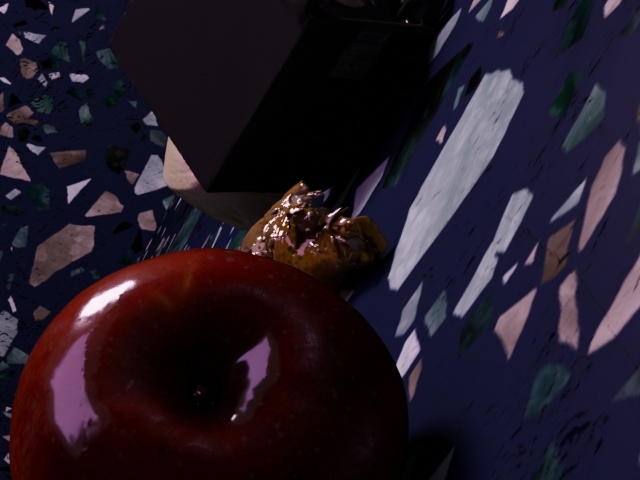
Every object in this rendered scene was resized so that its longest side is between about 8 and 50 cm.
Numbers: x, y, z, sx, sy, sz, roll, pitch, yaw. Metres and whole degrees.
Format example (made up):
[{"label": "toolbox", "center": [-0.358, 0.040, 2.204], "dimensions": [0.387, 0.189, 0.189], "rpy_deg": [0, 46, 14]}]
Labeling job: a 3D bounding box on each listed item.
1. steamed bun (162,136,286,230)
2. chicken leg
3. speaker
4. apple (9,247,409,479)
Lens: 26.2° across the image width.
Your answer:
[{"label": "steamed bun", "center": [-0.065, -0.134, 1.594], "dimensions": [0.153, 0.170, 0.238], "rpy_deg": [-2, 61, 52]}, {"label": "chicken leg", "center": [-0.001, 0.003, 1.145], "dimensions": [0.101, 0.085, 0.207], "rpy_deg": [-54, 15, -23]}, {"label": "speaker", "center": [-0.047, -0.212, 1.367], "dimensions": [0.232, 0.184, 0.254], "rpy_deg": [55, 128, 28]}, {"label": "apple", "center": [-0.062, 0.114, 0.760], "dimensions": [0.201, 0.218, 0.218], "rpy_deg": [82, -152, -62]}]
